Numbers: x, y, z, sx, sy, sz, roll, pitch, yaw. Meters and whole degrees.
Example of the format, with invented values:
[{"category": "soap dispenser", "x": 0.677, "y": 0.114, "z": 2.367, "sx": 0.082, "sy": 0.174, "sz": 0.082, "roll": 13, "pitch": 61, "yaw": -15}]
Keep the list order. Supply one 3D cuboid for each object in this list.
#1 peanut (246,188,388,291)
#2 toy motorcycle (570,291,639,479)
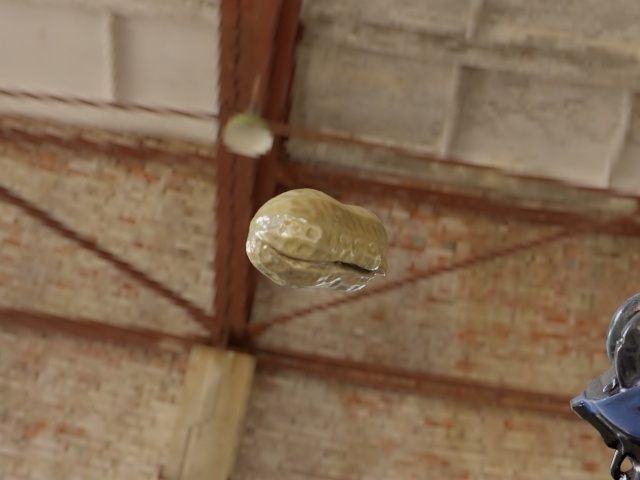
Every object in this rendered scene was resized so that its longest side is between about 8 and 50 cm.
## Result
[{"category": "peanut", "x": 0.000, "y": 0.000, "z": 1.321, "sx": 0.080, "sy": 0.080, "sz": 0.174, "roll": -10, "pitch": -11, "yaw": 27}, {"category": "toy motorcycle", "x": 0.353, "y": 0.101, "z": 1.230, "sx": 0.359, "sy": 0.125, "sz": 0.212, "roll": -26, "pitch": -88, "yaw": 8}]
